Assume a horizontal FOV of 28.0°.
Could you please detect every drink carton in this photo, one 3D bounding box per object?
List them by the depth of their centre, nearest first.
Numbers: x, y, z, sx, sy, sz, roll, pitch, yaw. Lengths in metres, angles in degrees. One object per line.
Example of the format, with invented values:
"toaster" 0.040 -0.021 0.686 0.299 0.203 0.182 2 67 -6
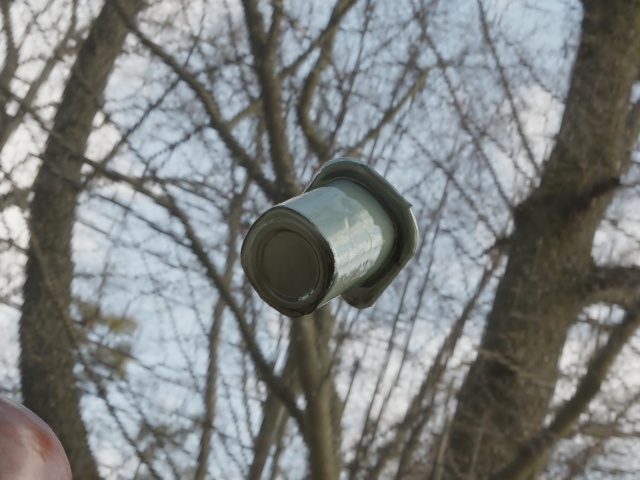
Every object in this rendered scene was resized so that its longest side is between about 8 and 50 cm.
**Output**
"drink carton" 0.000 0.000 1.751 0.185 0.190 0.191 49 -57 15

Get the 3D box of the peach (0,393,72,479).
"peach" -0.392 0.269 1.357 0.252 0.252 0.252 14 -32 9
